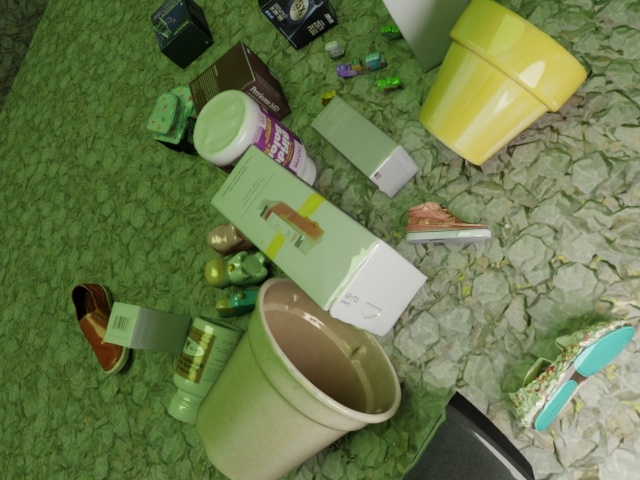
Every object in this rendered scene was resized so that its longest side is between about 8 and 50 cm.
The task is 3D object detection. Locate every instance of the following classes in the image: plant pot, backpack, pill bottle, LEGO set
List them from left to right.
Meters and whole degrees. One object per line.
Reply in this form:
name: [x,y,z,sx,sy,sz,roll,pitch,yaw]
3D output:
backpack: [-0.433,-0.382,1.477,0.165,0.144,0.189,18,81,40]
pill bottle: [-0.278,0.309,1.149,0.131,0.131,0.229,14,82,34]
pill bottle: [-0.138,-0.208,1.135,0.169,0.301,0.169,-11,69,29]
plant pot: [-0.069,0.295,0.929,0.305,0.333,0.334,-50,55,18]
LEGO set: [0.043,0.417,0.985,0.054,0.023,0.083,-31,73,22]
plant pot: [0.239,0.384,0.783,0.167,0.187,0.188,32,92,23]
plant pot: [0.324,-0.290,0.930,0.239,0.254,0.254,-54,53,25]

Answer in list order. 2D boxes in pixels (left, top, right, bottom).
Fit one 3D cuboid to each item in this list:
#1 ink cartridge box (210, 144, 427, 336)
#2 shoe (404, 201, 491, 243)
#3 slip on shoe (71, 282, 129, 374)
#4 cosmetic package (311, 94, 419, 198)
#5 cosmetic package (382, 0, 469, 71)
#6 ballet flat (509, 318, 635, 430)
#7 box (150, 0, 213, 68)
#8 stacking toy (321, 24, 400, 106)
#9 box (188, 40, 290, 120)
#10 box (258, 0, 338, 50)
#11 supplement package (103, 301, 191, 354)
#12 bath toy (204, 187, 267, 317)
ink cartridge box: [0.000,0.000,0.995,0.384,0.279,0.160,40,95,34]
shoe: [0.257,-0.039,0.978,0.177,0.063,0.081,-2,78,36]
slip on shoe: [-0.663,0.257,1.426,0.123,0.101,0.331,-42,58,11]
cosmetic package: [0.100,-0.216,1.099,0.107,0.127,0.238,-50,57,7]
cosmetic package: [0.189,-0.569,1.008,0.156,0.385,0.217,-26,59,21]
ballet flat: [0.405,0.208,0.796,0.241,0.091,0.077,-48,34,5]
box: [-0.475,-0.723,1.638,0.153,0.108,0.207,-34,59,17]
stacking toy: [0.104,-0.443,1.223,0.221,0.052,0.167,-5,73,29]
box: [-0.228,-0.397,1.336,0.203,0.168,0.167,-31,59,20]
box: [-0.062,-0.636,1.308,0.147,0.180,0.078,-25,61,21]
supplement package: [-0.447,0.231,1.251,0.105,0.179,0.105,2,75,32]
bath toy: [-0.222,0.014,1.227,0.129,0.151,0.349,135,133,-55]
